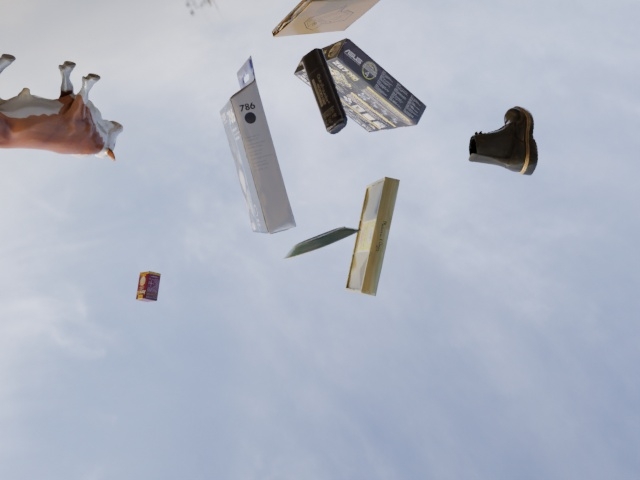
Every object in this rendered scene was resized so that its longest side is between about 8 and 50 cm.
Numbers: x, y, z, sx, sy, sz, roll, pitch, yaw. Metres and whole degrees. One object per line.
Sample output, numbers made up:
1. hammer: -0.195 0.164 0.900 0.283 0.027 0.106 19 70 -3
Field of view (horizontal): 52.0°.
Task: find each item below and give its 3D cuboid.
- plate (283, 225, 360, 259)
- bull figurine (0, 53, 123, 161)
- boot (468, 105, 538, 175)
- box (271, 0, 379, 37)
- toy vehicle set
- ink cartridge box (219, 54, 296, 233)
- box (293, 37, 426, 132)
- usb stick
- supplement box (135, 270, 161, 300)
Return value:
1. plate: 0.000 0.000 1.480 0.188 0.024 0.188 -20 -177 1
2. bull figurine: -0.501 -0.232 1.205 0.311 0.188 0.101 -6 -142 -37
3. boot: 0.370 -0.225 1.371 0.137 0.076 0.197 9 -137 -5
4. box: 0.015 -0.493 1.427 0.201 0.021 0.164 -19 179 -34
5. toy vehicle set: 0.117 -0.006 1.518 0.166 0.035 0.266 171 -69 -80
6. ink cartridge box: -0.135 -0.178 1.289 0.065 0.332 0.165 -15 -175 -15
7. box: 0.137 -0.542 2.356 0.097 0.395 0.318 -62 -154 -10
8. usb stick: 0.012 -0.433 1.888 0.077 0.045 0.277 -33 -117 32
9. supplement box: -0.502 0.135 1.913 0.055 0.043 0.083 -10 -110 43
